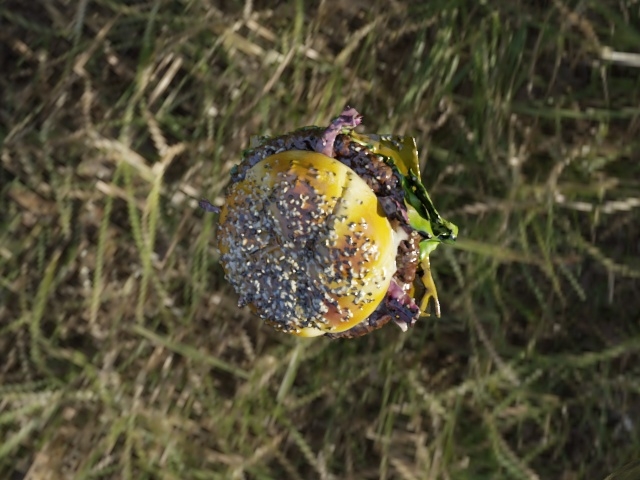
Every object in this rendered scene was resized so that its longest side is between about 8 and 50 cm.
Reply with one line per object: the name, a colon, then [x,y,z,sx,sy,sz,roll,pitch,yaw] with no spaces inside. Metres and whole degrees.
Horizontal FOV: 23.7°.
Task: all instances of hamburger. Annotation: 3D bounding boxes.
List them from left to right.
hamburger: [0.003,-0.003,1.081,0.189,0.093,0.164,-13,102,31]

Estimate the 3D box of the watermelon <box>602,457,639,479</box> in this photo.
watermelon: [0.222,0.217,0.851,0.212,0.212,0.212,7,123,10]
